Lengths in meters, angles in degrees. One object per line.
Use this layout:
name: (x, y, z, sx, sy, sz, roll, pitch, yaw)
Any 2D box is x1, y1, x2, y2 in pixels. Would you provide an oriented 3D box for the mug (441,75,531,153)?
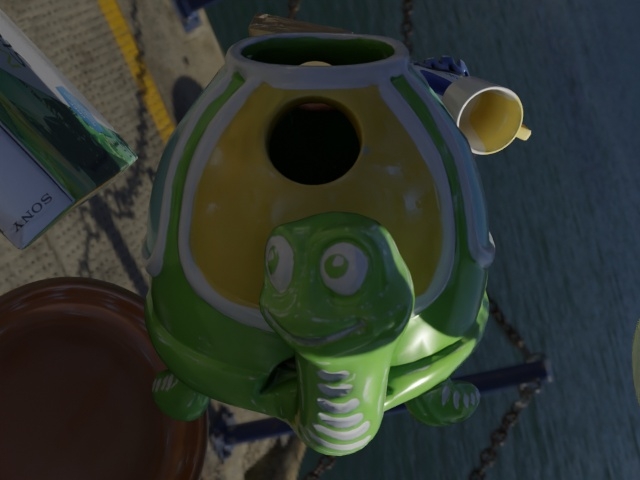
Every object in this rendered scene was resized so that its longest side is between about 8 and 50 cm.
mug: (0.143, -0.112, 0.801, 0.078, 0.062, 0.064, 53, 4, -31)

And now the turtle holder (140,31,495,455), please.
turtle holder: (-0.015, -0.005, 0.571, 0.320, 0.243, 0.227, -38, 134, -57)

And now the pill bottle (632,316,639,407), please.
pill bottle: (0.395, 0.049, 0.545, 0.204, 0.361, 0.204, 55, -22, 35)

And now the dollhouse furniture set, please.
dollhouse furniture set: (-0.013, -0.229, 1.057, 0.151, 0.144, 0.123, 82, 26, -55)

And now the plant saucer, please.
plant saucer: (-0.169, 0.125, 0.604, 0.200, 0.037, 0.200, 14, 67, -37)

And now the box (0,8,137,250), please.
box: (-0.261, -0.120, 0.705, 0.232, 0.058, 0.322, 47, 6, -11)

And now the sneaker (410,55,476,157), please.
sneaker: (0.148, -0.189, 1.323, 0.315, 0.127, 0.182, -9, 45, -34)
